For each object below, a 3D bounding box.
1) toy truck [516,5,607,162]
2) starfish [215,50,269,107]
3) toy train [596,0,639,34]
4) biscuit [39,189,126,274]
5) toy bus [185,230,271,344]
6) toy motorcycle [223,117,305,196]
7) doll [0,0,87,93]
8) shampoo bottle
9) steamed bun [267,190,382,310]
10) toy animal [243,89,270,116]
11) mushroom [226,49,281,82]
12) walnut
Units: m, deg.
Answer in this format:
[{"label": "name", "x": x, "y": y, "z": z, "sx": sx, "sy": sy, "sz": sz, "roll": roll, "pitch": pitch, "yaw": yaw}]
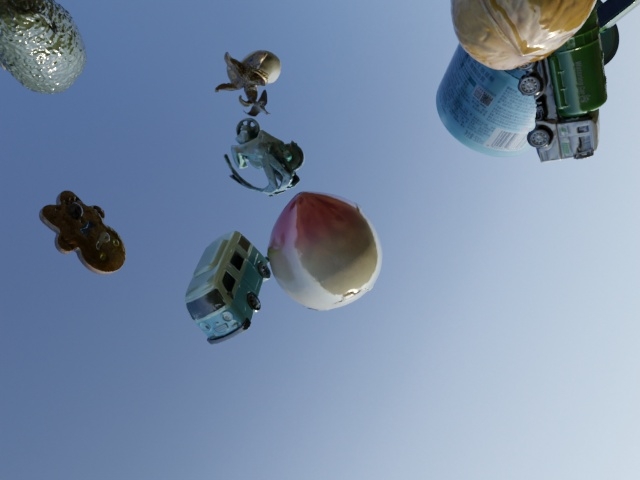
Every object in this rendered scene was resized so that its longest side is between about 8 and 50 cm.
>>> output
[{"label": "toy truck", "x": 0.393, "y": -0.254, "z": 0.847, "sx": 0.101, "sy": 0.124, "sz": 0.243, "roll": -51, "pitch": -52, "yaw": -46}, {"label": "starfish", "x": -0.226, "y": -0.496, "z": 1.553, "sx": 0.146, "sy": 0.190, "sz": 0.074, "roll": 31, "pitch": -146, "yaw": -15}, {"label": "toy train", "x": 0.635, "y": -0.498, "z": 1.059, "sx": 0.042, "sy": 0.209, "sz": 0.044, "roll": -15, "pitch": -102, "yaw": -29}, {"label": "biscuit", "x": -0.584, "y": -0.016, "z": 1.315, "sx": 0.236, "sy": 0.039, "sz": 0.180, "roll": 53, "pitch": -150, "yaw": -26}, {"label": "toy bus", "x": -0.235, "y": 0.106, "z": 1.302, "sx": 0.165, "sy": 0.133, "sz": 0.271, "roll": 53, "pitch": -156, "yaw": -25}, {"label": "toy motorcycle", "x": -0.185, "y": -0.256, "z": 1.671, "sx": 0.260, "sy": 0.206, "sz": 0.154, "roll": 31, "pitch": -171, "yaw": 11}, {"label": "doll", "x": -0.758, "y": -0.532, "z": 1.347, "sx": 0.247, "sy": 0.349, "sz": 0.248, "roll": 1, "pitch": -94, "yaw": -8}, {"label": "shampoo bottle", "x": 0.500, "y": -0.434, "z": 1.337, "sx": 0.330, "sy": 0.343, "sz": 0.332, "roll": 4, "pitch": -116, "yaw": -8}, {"label": "steamed bun", "x": 0.000, "y": 0.000, "z": 1.310, "sx": 0.309, "sy": 0.309, "sz": 0.310, "roll": 19, "pitch": -123, "yaw": -32}, {"label": "toy animal", "x": -0.129, "y": -0.293, "z": 1.141, "sx": 0.050, "sy": 0.028, "sz": 0.084, "roll": 33, "pitch": -120, "yaw": 7}, {"label": "mushroom", "x": -0.229, "y": -0.598, "z": 1.806, "sx": 0.225, "sy": 0.093, "sz": 0.116, "roll": -28, "pitch": -73, "yaw": -53}, {"label": "walnut", "x": 0.260, "y": -0.338, "z": 0.683, "sx": 0.193, "sy": 0.193, "sz": 0.226, "roll": 21, "pitch": -106, "yaw": -32}]
